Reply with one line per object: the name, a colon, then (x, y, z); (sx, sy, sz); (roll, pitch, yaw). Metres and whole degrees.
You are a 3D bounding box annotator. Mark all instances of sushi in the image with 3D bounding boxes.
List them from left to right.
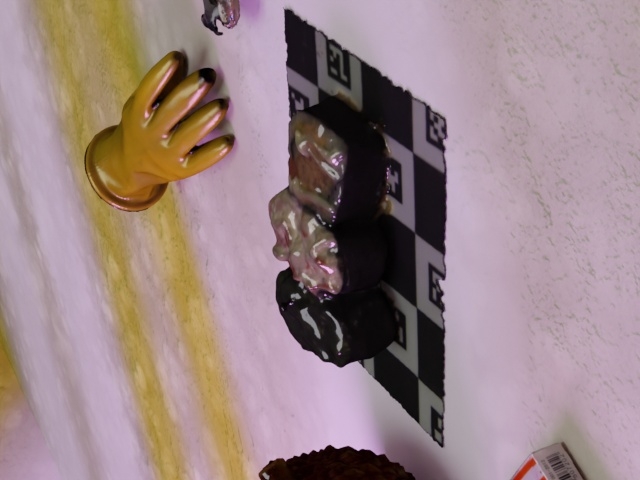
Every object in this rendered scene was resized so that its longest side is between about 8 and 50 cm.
sushi: (0.000, 0.000, 1.358); (0.296, 0.100, 0.373); (43, 144, 47)

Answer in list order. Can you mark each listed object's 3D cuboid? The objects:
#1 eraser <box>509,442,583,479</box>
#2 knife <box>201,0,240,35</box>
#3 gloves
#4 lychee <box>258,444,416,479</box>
eraser: (0.227, 0.305, 1.180); (0.230, 0.038, 0.157); (60, 154, 25)
knife: (-0.122, -0.393, 1.404); (0.089, 0.043, 0.365); (24, 127, 59)
gloves: (-0.186, -0.135, 1.692); (0.133, 0.116, 0.294); (45, 148, -9)
lychee: (0.026, 0.333, 1.406); (0.271, 0.236, 0.236); (46, 156, -6)
